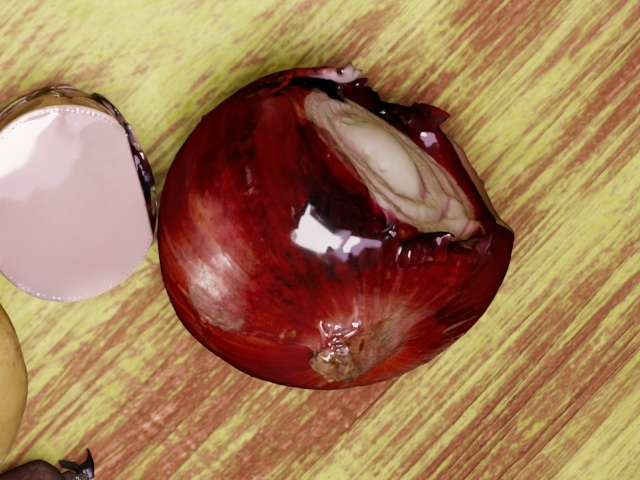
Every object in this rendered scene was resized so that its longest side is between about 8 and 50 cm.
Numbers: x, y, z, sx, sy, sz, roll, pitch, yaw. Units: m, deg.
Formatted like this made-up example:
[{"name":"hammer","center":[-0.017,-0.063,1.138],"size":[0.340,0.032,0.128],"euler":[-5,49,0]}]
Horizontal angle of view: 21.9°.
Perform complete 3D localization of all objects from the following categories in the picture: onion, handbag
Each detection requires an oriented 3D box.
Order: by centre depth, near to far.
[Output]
[{"name":"handbag","center":[-0.245,-0.047,1.577],"size":[0.179,0.116,0.205],"euler":[-19,115,-14]},{"name":"onion","center":[-0.005,-0.007,1.590],"size":[0.341,0.341,0.341],"euler":[-8,113,-19]}]

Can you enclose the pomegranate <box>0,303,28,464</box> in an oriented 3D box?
[{"name":"pomegranate","center":[-0.415,0.131,1.484],"size":[0.307,0.307,0.307],"euler":[-8,113,-19]}]

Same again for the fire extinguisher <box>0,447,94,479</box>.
[{"name":"fire extinguisher","center":[-0.339,0.278,1.660],"size":[0.267,0.089,0.072],"euler":[-24,106,-23]}]
